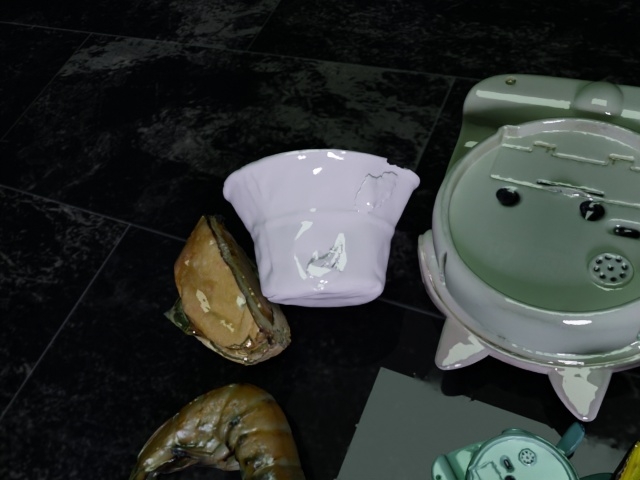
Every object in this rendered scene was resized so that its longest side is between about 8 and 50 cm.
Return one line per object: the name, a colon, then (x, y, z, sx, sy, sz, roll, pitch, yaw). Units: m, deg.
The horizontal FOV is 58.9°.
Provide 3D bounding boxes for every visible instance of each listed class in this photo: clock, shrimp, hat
clock: (0.228, -0.007, 0.534, 0.265, 0.108, 0.324, 16, 64, 24)
shrimp: (-0.091, 0.261, 0.499, 0.198, 0.051, 0.262, -33, 52, 2)
hat: (0.000, 0.000, 0.576, 0.203, 0.203, 0.126, -4, 77, 14)
clock: (0.165, 0.201, 0.460, 0.135, 0.041, 0.101, -26, 55, -1)

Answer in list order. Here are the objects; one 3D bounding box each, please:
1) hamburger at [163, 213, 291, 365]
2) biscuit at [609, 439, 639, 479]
hamburger: (-0.106, 0.064, 0.609, 0.102, 0.087, 0.176, -40, 66, 15)
biscuit: (0.326, 0.212, 0.335, 0.292, 0.026, 0.048, 24, 89, 25)
